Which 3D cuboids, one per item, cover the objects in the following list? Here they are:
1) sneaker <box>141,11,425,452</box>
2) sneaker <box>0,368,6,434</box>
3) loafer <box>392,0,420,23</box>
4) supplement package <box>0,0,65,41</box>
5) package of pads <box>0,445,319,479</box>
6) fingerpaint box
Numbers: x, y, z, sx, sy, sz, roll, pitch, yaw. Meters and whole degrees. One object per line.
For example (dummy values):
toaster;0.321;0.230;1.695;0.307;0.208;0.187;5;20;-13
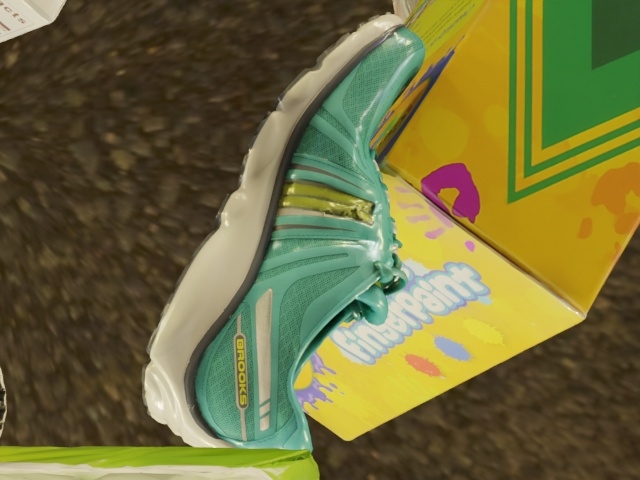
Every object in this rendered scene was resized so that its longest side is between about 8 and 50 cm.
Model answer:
sneaker;0.000;0.000;1.110;0.110;0.107;0.275;23;72;8
sneaker;-0.340;0.100;1.844;0.078;0.106;0.234;-7;107;-12
loafer;0.093;-0.205;1.899;0.045;0.039;0.125;-26;126;-19
supplement package;-0.206;-0.169;1.068;0.105;0.179;0.105;41;58;-28
package of pads;-0.146;0.167;0.483;0.296;0.101;0.229;-2;91;17
fingerpaint box;0.123;-0.079;1.395;0.163;0.445;0.371;36;67;-6
